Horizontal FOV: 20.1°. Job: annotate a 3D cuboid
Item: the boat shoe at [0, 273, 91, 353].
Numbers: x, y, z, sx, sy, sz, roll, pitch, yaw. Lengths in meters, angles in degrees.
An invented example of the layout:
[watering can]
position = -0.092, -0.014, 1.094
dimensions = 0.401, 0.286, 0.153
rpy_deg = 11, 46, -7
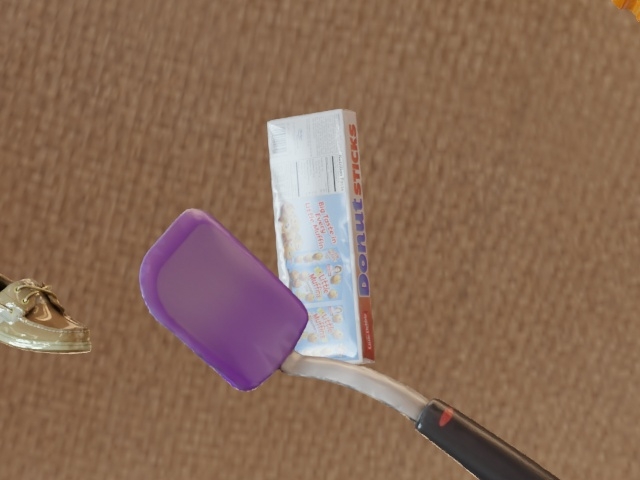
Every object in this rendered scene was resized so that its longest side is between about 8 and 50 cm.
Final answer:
[boat shoe]
position = -0.211, 0.049, 1.276
dimensions = 0.135, 0.050, 0.045
rpy_deg = 15, 97, 39

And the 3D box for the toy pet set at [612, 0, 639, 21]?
[toy pet set]
position = 0.149, -0.156, 0.725
dimensions = 0.114, 0.065, 0.122
rpy_deg = 35, 139, 12

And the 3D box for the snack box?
[snack box]
position = 0.000, 0.000, 1.270
dimensions = 0.064, 0.022, 0.178
rpy_deg = -7, 84, 29

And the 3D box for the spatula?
[spatula]
position = 0.033, 0.085, 0.968
dimensions = 0.296, 0.084, 0.030
rpy_deg = 31, 134, 8
